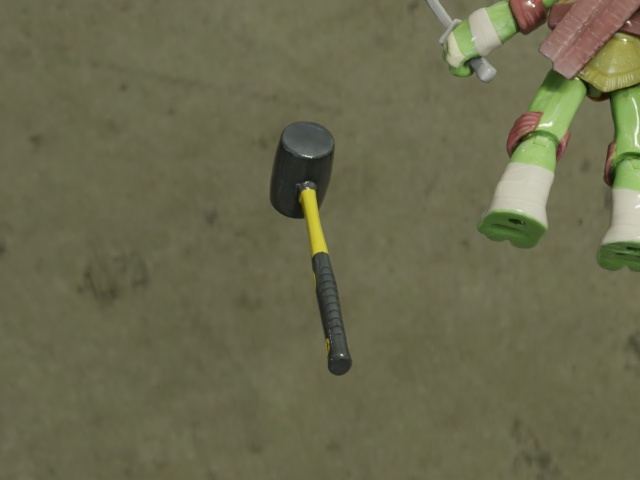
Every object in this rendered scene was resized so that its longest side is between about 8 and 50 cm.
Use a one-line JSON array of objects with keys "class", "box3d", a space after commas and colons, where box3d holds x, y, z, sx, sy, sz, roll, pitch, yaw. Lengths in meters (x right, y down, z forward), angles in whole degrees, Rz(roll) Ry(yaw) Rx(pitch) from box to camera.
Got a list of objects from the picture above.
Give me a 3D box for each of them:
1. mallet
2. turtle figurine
[{"class": "mallet", "box3d": [0.000, 0.000, 1.177, 0.039, 0.062, 0.189, 0, 39, -12]}, {"class": "turtle figurine", "box3d": [0.196, -0.110, 1.430, 0.275, 0.198, 0.266, -11, 61, 48]}]
